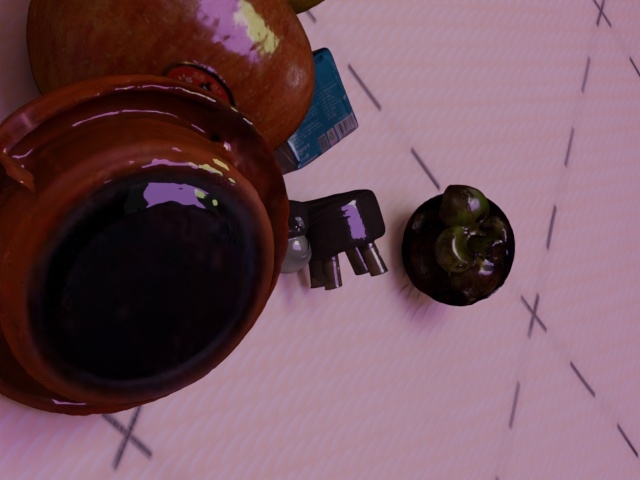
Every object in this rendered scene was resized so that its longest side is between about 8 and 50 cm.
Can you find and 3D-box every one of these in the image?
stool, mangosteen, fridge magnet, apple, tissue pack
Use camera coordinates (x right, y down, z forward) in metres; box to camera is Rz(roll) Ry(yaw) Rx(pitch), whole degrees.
[{"bbox_3d":[0.000,0.000,1.965,0.217,0.125,0.121,-17,96,-47],"label":"stool"},{"bbox_3d":[0.198,0.001,2.200,0.172,0.184,0.172,8,50,-10],"label":"mangosteen"},{"bbox_3d":[-0.192,0.015,1.531,0.363,0.155,0.363,-13,121,-23],"label":"fridge magnet"},{"bbox_3d":[-0.165,-0.191,1.662,0.309,0.277,0.250,47,71,-11],"label":"apple"},{"bbox_3d":[-0.038,-0.158,1.987,0.169,0.082,0.120,-40,112,-52],"label":"tissue pack"}]

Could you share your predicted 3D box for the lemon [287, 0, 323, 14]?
[{"bbox_3d":[-0.068,-0.396,1.835,0.297,0.297,0.297,22,62,-51],"label":"lemon"}]
